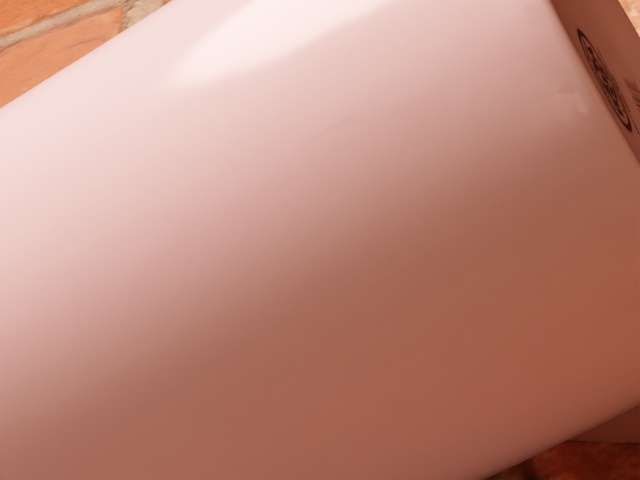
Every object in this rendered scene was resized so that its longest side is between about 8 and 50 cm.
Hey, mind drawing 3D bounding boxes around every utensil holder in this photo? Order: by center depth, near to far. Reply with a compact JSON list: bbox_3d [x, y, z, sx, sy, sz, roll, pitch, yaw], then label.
[{"bbox_3d":[0.000,0.000,0.759,0.385,0.327,0.327,-29,31,21],"label":"utensil holder"}]

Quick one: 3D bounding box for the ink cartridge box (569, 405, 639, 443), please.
[{"bbox_3d":[0.214,0.043,0.868,0.104,0.060,0.180,-2,41,33],"label":"ink cartridge box"}]
